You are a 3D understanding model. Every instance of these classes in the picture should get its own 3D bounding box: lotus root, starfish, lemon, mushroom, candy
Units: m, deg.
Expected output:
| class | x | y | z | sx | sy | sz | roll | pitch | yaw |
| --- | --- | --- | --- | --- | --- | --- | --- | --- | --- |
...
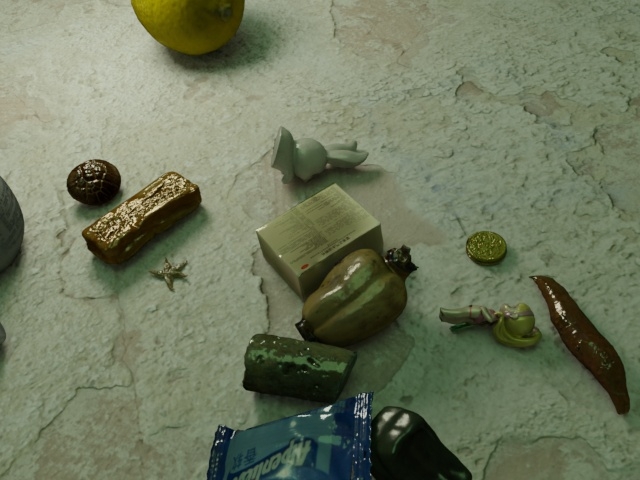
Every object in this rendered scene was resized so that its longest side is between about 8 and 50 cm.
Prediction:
| class | x | y | z | sx | sy | sz | roll | pitch | yaw |
| --- | --- | --- | --- | --- | --- | --- | --- | --- | --- |
| lotus root | 0.068 | 0.107 | 1.295 | 0.256 | 0.140 | 0.154 | -33 | 65 | -7 |
| starfish | -0.327 | 0.072 | 1.468 | 0.086 | 0.016 | 0.092 | -14 | 51 | -1 |
| lemon | -0.381 | -0.693 | 1.952 | 0.336 | 0.336 | 0.336 | -4 | 48 | 5 |
| mushroom | -0.545 | -0.142 | 1.640 | 0.109 | 0.085 | 0.126 | 30 | 64 | 29 |
| candy | -0.057 | 0.344 | 1.087 | 0.331 | 0.077 | 0.187 | -24 | 36 | 28 |

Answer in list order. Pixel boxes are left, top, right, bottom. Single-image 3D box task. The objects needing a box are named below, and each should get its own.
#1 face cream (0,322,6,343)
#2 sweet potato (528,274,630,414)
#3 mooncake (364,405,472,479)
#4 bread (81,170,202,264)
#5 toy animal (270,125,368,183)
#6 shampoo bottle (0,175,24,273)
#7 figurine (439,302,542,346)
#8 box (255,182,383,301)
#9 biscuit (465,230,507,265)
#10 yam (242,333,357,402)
| class | x | y | z | sx | sy | sz | roll | pitch | yaw |
| --- | --- | --- | --- | --- | --- | --- | --- | --- | --- |
| face cream | -0.697 | 0.187 | 1.356 | 0.104 | 0.117 | 0.117 | -37 | 53 | -11 |
| sweet potato | 0.462 | 0.167 | 1.228 | 0.072 | 0.066 | 0.314 | 13 | 35 | -36 |
| mooncake | 0.145 | 0.340 | 1.051 | 0.175 | 0.168 | 0.104 | 33 | 58 | 16 |
| bread | -0.404 | -0.055 | 1.548 | 0.139 | 0.077 | 0.271 | 28 | 57 | 33 |
| toy animal | -0.007 | -0.187 | 1.609 | 0.220 | 0.131 | 0.104 | 10 | 11 | -16 |
| shampoo bottle | -0.806 | -0.053 | 1.483 | 0.272 | 0.266 | 0.273 | -4 | 47 | 5 |
| figurine | 0.314 | 0.152 | 1.265 | 0.187 | 0.083 | 0.083 | 5 | 50 | 5 |
| box | 0.000 | 0.000 | 1.426 | 0.212 | 0.095 | 0.168 | -32 | 50 | -18 |
| biscuit | 0.342 | 0.015 | 1.407 | 0.084 | 0.023 | 0.084 | -4 | 49 | 5 |
| yam | -0.035 | 0.231 | 1.220 | 0.194 | 0.107 | 0.107 | 7 | 50 | 13 |
